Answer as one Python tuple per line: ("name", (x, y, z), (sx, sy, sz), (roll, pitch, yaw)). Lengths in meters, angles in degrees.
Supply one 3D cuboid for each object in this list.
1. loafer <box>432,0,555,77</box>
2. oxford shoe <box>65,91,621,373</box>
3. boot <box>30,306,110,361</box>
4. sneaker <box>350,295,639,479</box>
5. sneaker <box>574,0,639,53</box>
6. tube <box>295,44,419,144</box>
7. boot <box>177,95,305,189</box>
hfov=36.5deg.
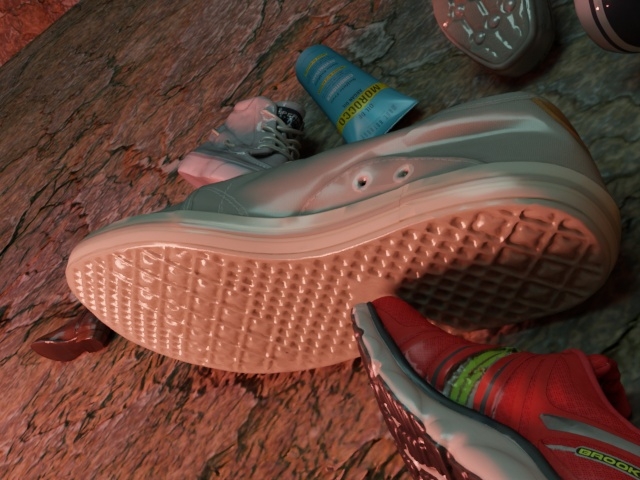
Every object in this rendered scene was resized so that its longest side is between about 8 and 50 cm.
("loafer", (0.159, -0.267, 0.933), (0.112, 0.111, 0.319), (-44, 42, 33))
("oxford shoe", (0.000, 0.000, 0.715), (0.449, 0.169, 0.130), (-12, 43, 32))
("boot", (-0.256, 0.075, 1.064), (0.106, 0.037, 0.114), (-9, 45, 26))
("sneaker", (0.109, 0.099, 0.539), (0.118, 0.107, 0.279), (-29, 29, -13))
("sneaker", (0.323, -0.261, 0.697), (0.321, 0.126, 0.127), (-45, 23, -8))
("tube", (0.031, -0.148, 1.003), (0.080, 0.052, 0.207), (-49, 34, 8))
("boot", (-0.058, -0.091, 0.977), (0.123, 0.095, 0.258), (-54, 29, -7))
